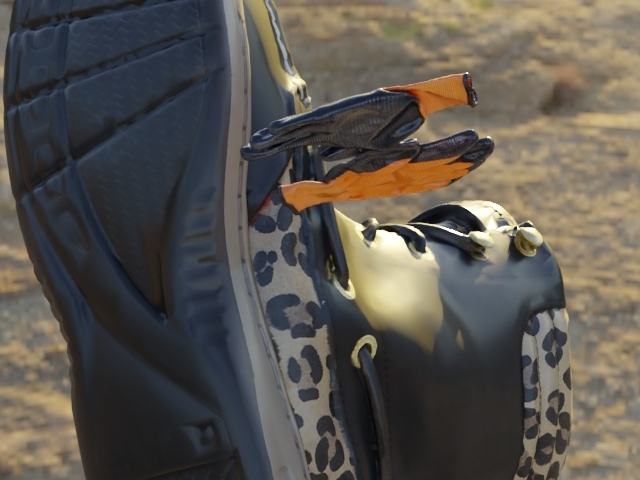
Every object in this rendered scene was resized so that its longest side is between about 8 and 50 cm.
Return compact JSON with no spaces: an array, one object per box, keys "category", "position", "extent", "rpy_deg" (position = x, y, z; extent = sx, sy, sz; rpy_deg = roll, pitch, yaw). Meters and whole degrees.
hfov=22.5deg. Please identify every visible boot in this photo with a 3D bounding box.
[{"category":"boot","position":[0.000,0.000,0.809],"extent":[0.138,0.377,0.284],"rpy_deg":[-18,-9,35]}]

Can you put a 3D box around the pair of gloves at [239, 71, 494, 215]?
[{"category":"pair of gloves","position":[0.017,-0.028,0.511],"extent":[0.074,0.083,0.010],"rpy_deg":[-14,71,9]}]
